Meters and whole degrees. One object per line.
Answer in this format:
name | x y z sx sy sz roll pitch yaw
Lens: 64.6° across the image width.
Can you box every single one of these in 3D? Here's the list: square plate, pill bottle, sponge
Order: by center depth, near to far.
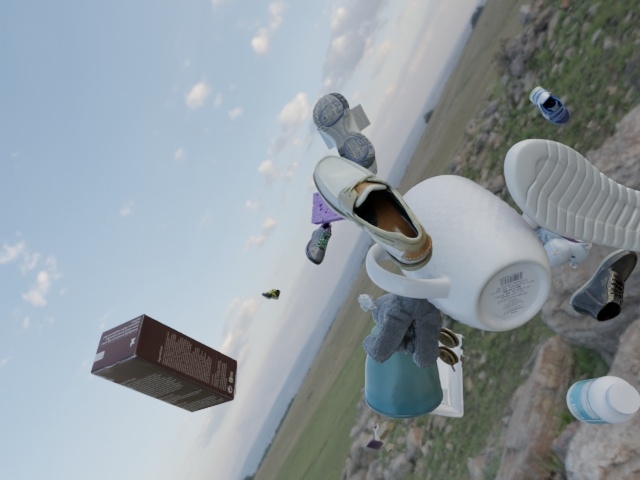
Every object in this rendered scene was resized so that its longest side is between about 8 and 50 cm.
pill bottle | 0.926 0.522 1.651 0.146 0.146 0.264 -62 -11 -17
sponge | 0.055 -0.125 1.747 0.210 0.031 0.117 -9 70 42
square plate | 0.382 0.518 1.988 0.049 0.345 0.347 74 -158 -47

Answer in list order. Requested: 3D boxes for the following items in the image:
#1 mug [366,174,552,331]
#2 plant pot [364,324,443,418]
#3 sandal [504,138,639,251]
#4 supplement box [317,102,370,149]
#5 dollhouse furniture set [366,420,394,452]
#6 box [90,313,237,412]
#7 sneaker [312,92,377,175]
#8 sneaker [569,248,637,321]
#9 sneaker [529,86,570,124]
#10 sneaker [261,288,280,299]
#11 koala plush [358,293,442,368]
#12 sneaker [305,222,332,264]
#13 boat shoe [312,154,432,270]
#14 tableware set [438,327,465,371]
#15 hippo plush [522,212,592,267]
mug | 0.283 0.042 1.098 0.328 0.375 0.276 -119 25 -60
plant pot | 0.276 0.417 1.731 0.271 0.272 0.255 -53 -42 -69
sandal | 0.528 -0.069 1.044 0.169 0.417 0.102 -70 17 -8
supplement box | 0.108 -0.511 2.261 0.111 0.113 0.220 -16 20 48
dollhouse furniture set | 0.199 0.569 1.532 0.081 0.091 0.114 -92 26 -55
box | -0.446 0.374 1.495 0.191 0.381 0.143 -23 48 26
sneaker | 0.068 -0.288 1.415 0.111 0.297 0.129 -28 -26 8
sneaker | 0.777 0.122 1.332 0.222 0.083 0.118 -50 14 5
sneaker | 0.613 -0.346 1.333 0.053 0.144 0.059 -55 27 19
sneaker | -0.166 0.177 1.698 0.083 0.031 0.035 13 -76 -57
koala plush | 0.209 0.206 1.369 0.221 0.197 0.203 -139 61 -74
sneaker | 0.000 0.000 2.008 0.098 0.083 0.223 -51 18 31
boat shoe | 0.094 -0.076 0.950 0.113 0.302 0.103 -42 -27 -10
tableware set | 0.447 0.385 1.796 0.039 0.128 0.194 -41 -42 -28
hippo plush | 0.900 0.006 1.934 0.234 0.295 0.236 94 160 -57
